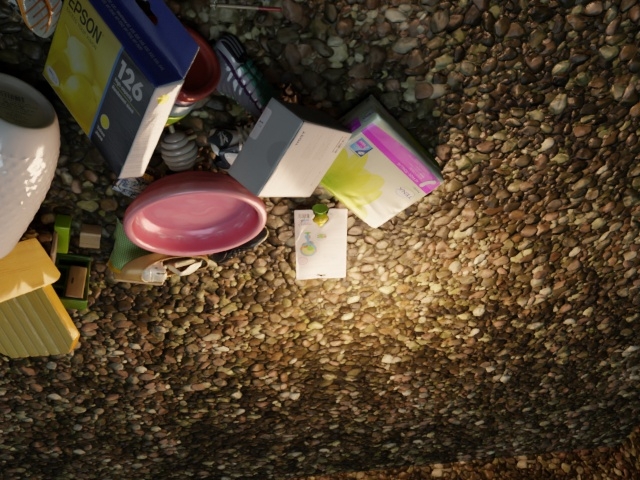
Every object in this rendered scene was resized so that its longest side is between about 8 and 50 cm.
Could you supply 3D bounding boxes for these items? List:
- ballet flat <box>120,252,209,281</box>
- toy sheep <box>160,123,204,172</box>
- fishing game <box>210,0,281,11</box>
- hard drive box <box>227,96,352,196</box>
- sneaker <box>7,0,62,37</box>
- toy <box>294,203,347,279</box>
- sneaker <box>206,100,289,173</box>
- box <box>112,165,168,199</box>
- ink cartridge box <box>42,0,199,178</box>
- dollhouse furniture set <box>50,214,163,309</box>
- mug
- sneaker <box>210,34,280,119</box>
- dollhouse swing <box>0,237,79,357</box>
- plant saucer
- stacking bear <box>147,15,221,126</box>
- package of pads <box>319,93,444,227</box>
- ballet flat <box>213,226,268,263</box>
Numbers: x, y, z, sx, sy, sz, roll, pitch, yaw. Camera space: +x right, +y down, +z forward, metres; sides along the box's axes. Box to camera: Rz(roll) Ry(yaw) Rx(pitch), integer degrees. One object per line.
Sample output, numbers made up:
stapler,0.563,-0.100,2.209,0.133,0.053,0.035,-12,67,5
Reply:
ballet flat,-0.389,0.065,1.686,0.232,0.073,0.080,-18,139,-35
toy sheep,-0.314,-0.204,1.476,0.091,0.091,0.132,-12,123,2
fishing game,-0.133,-0.543,1.180,0.189,0.041,0.264,-1,128,-10
hard drive box,-0.058,-0.186,1.379,0.181,0.089,0.232,-55,161,17
sneaker,-0.537,-0.455,1.176,0.083,0.084,0.214,23,155,22
toy,0.000,0.000,1.770,0.137,0.056,0.237,-2,132,-3
sneaker,-0.168,-0.227,1.466,0.153,0.094,0.235,10,144,-32
box,-0.411,-0.130,1.574,0.137,0.027,0.094,28,127,-34
ink cartridge box,-0.374,-0.322,1.194,0.072,0.303,0.307,-18,153,-45
dollhouse furniture set,-0.521,0.064,1.669,0.302,0.151,0.197,7,134,-18
mug,-0.713,-0.174,1.290,0.374,0.276,0.328,24,122,-34
sneaker,-0.163,-0.312,1.375,0.098,0.083,0.223,-22,112,28
dollhouse swing,-0.800,0.179,1.532,0.347,0.315,0.304,-8,100,26
plant saucer,-0.296,-0.067,1.566,0.333,0.084,0.332,-9,156,-4
stacking bear,-0.348,-0.290,1.327,0.289,0.175,0.164,-30,179,36
package of pads,0.123,-0.174,1.574,0.229,0.101,0.297,-34,131,24
ballet flat,-0.212,0.007,1.755,0.173,0.049,0.057,-27,90,17
